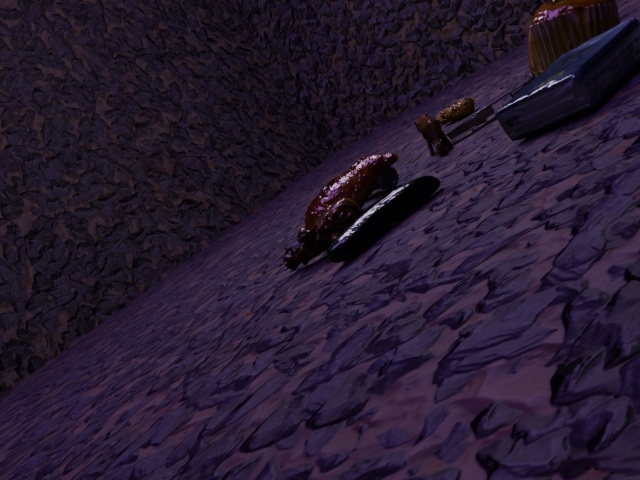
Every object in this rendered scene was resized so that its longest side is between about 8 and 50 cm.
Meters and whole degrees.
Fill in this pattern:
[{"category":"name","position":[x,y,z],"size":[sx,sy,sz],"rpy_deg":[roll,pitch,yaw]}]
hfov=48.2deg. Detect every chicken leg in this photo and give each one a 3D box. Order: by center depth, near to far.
[{"category":"chicken leg","position":[0.001,-0.001,1.400],"size":[0.207,0.085,0.101],"rpy_deg":[-39,19,29]}]

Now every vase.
[{"category":"vase","position":[0.134,-0.147,1.749],"size":[0.081,0.081,0.149],"rpy_deg":[-36,13,-21]}]

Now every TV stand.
[{"category":"TV stand","position":[0.424,-0.319,1.758],"size":[0.249,0.042,0.036],"rpy_deg":[-32,11,11]}]

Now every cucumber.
[{"category":"cucumber","position":[0.116,-0.046,1.291],"size":[0.284,0.056,0.056],"rpy_deg":[-36,9,-24]}]

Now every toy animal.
[{"category":"toy animal","position":[0.278,-0.265,1.785],"size":[0.057,0.099,0.241],"rpy_deg":[-32,7,9]}]

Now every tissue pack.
[{"category":"tissue pack","position":[0.460,-0.287,1.295],"size":[0.257,0.081,0.185],"rpy_deg":[-40,11,-33]}]

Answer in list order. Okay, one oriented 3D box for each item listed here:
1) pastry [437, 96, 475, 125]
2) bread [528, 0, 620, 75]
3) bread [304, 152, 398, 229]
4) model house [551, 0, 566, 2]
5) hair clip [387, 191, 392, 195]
[{"category":"pastry","position":[0.417,-0.396,2.196],"size":[0.080,0.056,0.140],"rpy_deg":[-27,0,-14]},{"category":"bread","position":[0.560,-0.469,1.608],"size":[0.204,0.156,0.288],"rpy_deg":[-11,12,20]},{"category":"bread","position":[0.057,-0.113,1.625],"size":[0.269,0.095,0.139],"rpy_deg":[-53,24,-15]},{"category":"model house","position":[0.724,-0.609,2.114],"size":[0.194,0.170,0.211],"rpy_deg":[-52,-9,-46]},{"category":"hair clip","position":[0.080,-0.039,1.448],"size":[0.188,0.033,0.060],"rpy_deg":[-32,6,23]}]
